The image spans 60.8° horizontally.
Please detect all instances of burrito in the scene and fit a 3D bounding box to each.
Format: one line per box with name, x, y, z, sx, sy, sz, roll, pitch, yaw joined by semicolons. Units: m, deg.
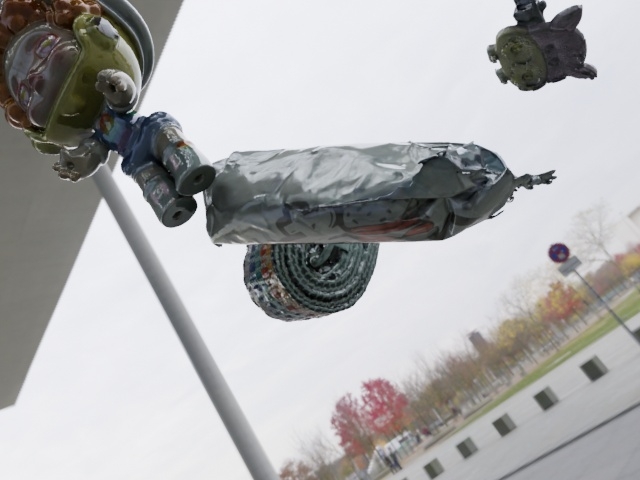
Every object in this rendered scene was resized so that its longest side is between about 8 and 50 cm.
burrito;0.022;-0.052;0.608;0.139;0.445;0.101;-54;-49;-35

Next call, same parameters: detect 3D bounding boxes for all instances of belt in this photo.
belt;0.000;0.000;0.964;0.160;0.206;0.295;-25;30;54

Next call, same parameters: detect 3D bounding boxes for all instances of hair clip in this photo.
hair clip;0.328;-0.297;0.828;0.146;0.056;0.187;-4;-38;34

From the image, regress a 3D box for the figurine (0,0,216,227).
figurine;-0.285;-0.164;0.725;0.224;0.382;0.205;-39;-13;28
